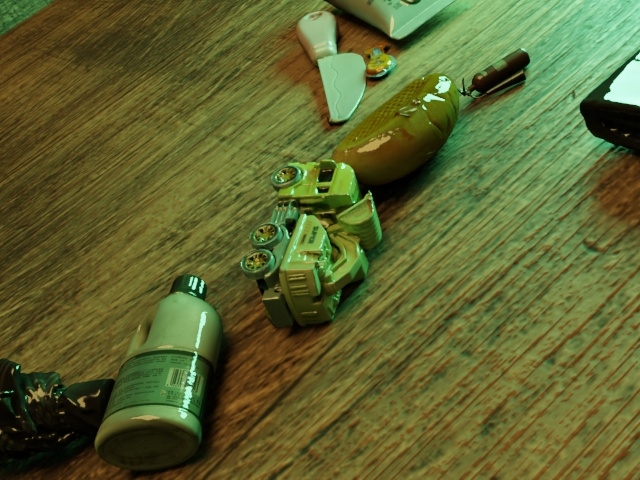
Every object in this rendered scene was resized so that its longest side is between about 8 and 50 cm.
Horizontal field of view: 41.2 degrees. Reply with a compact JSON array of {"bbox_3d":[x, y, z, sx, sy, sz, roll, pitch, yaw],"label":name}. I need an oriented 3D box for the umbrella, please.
[{"bbox_3d":[-0.361,0.171,0.853,0.336,0.154,0.128,-13,76,26],"label":"umbrella"}]

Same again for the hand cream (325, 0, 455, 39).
[{"bbox_3d":[0.088,-0.384,1.344,0.139,0.089,0.314,-39,41,-12],"label":"hand cream"}]

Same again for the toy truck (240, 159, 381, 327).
[{"bbox_3d":[0.000,0.000,0.866,0.116,0.085,0.191,-4,42,19],"label":"toy truck"}]

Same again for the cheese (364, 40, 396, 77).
[{"bbox_3d":[0.084,-0.260,1.225,0.047,0.017,0.111,-19,33,10],"label":"cheese"}]

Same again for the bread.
[{"bbox_3d":[0.091,-0.119,0.969,0.189,0.077,0.114,-40,15,-26],"label":"bread"}]

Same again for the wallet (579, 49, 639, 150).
[{"bbox_3d":[0.464,-0.215,0.822,0.406,0.062,0.228,-40,34,-17],"label":"wallet"}]

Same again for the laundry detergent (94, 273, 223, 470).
[{"bbox_3d":[-0.148,0.114,0.833,0.099,0.070,0.226,-19,34,17],"label":"laundry detergent"}]

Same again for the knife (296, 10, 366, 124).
[{"bbox_3d":[0.023,-0.260,1.269,0.081,0.043,0.336,-18,39,2],"label":"knife"}]

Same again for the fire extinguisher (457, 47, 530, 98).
[{"bbox_3d":[0.213,-0.193,1.028,0.100,0.032,0.046,-32,66,-6],"label":"fire extinguisher"}]
